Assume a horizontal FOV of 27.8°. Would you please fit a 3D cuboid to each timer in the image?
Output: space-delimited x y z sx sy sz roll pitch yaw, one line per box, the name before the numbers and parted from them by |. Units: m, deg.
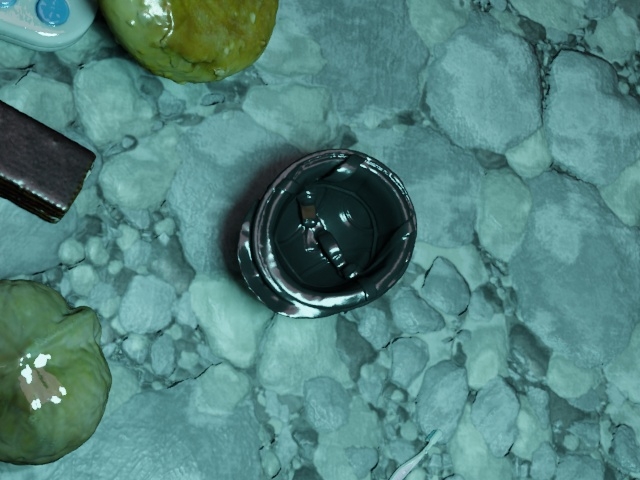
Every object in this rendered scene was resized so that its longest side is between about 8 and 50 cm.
timer | -0.442 -0.402 1.873 0.262 0.087 0.237 18 70 -19

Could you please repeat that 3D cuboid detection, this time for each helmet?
helmet | 0.000 0.000 1.915 0.279 0.160 0.230 -38 92 -13

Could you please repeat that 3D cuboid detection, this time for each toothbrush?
toothbrush | 0.119 0.355 1.944 0.204 0.022 0.017 -45 112 -27

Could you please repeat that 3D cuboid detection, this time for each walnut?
walnut | -0.384 0.169 1.661 0.248 0.248 0.248 7 73 -22

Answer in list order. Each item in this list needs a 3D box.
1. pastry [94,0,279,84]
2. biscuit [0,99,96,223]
pastry | -0.215 -0.368 1.886 0.316 0.184 0.284 21 72 -46
biscuit | -0.503 -0.161 1.786 0.388 0.073 0.107 29 64 -13
